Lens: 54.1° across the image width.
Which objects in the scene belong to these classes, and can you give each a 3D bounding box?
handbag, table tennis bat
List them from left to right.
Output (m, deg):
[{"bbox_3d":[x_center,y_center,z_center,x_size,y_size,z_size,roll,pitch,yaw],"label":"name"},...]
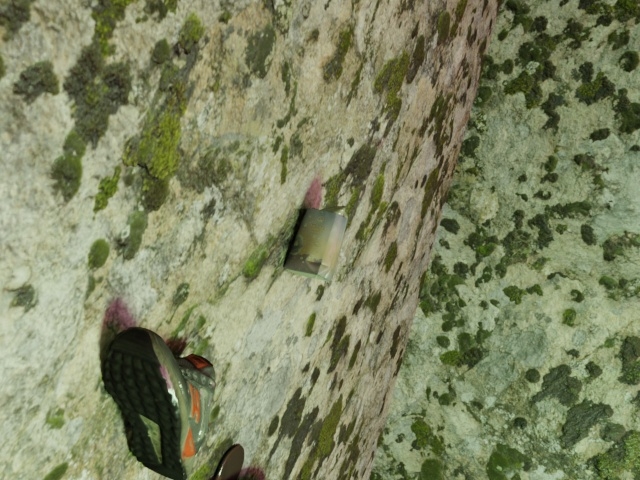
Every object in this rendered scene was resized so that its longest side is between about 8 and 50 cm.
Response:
[{"bbox_3d":[-0.171,0.532,1.372,0.170,0.119,0.107,-23,124,-63],"label":"table tennis bat"},{"bbox_3d":[0.000,0.000,1.391,0.095,0.117,0.173,28,77,-47],"label":"handbag"}]

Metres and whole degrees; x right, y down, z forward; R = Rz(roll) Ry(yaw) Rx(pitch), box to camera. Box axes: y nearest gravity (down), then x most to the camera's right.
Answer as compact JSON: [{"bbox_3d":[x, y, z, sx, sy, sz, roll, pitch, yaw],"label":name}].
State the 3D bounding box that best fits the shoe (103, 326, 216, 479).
[{"bbox_3d":[-0.235,0.238,1.028,0.171,0.132,0.336,-55,153,-46],"label":"shoe"}]
